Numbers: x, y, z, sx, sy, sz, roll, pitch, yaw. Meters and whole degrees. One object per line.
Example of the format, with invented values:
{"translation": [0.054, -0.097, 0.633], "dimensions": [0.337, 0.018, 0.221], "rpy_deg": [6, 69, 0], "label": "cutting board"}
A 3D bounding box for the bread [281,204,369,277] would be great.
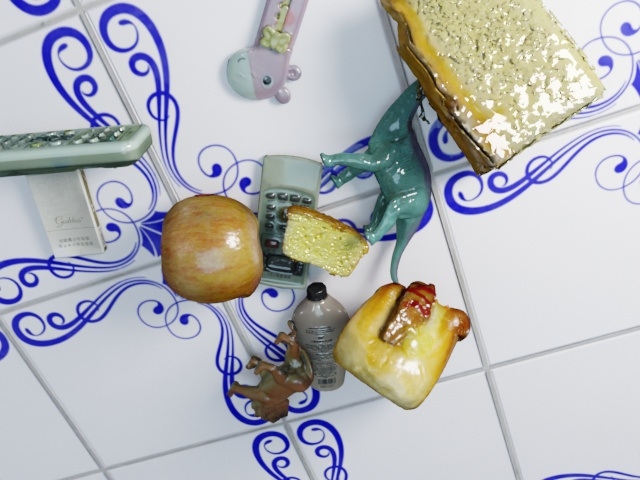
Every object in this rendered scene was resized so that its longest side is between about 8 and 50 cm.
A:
{"translation": [0.000, 0.000, 1.167], "dimensions": [0.187, 0.065, 0.103], "rpy_deg": [18, 111, -23], "label": "bread"}

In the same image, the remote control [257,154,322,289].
{"translation": [-0.069, -0.034, 1.199], "dimensions": [0.123, 0.038, 0.285], "rpy_deg": [9, 116, -3], "label": "remote control"}

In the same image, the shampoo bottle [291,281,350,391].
{"translation": [0.003, 0.207, 1.292], "dimensions": [0.127, 0.078, 0.257], "rpy_deg": [-2, 119, 7], "label": "shampoo bottle"}

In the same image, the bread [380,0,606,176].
{"translation": [0.276, -0.278, 1.012], "dimensions": [0.248, 0.279, 0.315], "rpy_deg": [-34, 79, 5], "label": "bread"}

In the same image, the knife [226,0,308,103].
{"translation": [-0.053, -0.423, 1.010], "dimensions": [0.132, 0.038, 0.399], "rpy_deg": [18, 114, -10], "label": "knife"}

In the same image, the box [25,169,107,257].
{"translation": [-0.510, -0.060, 1.200], "dimensions": [0.109, 0.029, 0.198], "rpy_deg": [-5, 117, 3], "label": "box"}

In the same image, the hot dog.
{"translation": [0.163, 0.191, 1.151], "dimensions": [0.185, 0.405, 0.223], "rpy_deg": [35, 85, 13], "label": "hot dog"}

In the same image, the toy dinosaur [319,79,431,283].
{"translation": [0.195, -0.141, 1.120], "dimensions": [0.331, 0.129, 0.383], "rpy_deg": [-31, 113, 5], "label": "toy dinosaur"}

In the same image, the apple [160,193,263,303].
{"translation": [-0.205, 0.015, 1.134], "dimensions": [0.187, 0.211, 0.211], "rpy_deg": [-4, 116, -6], "label": "apple"}

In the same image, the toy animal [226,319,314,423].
{"translation": [-0.093, 0.313, 1.317], "dimensions": [0.157, 0.097, 0.312], "rpy_deg": [35, 133, -11], "label": "toy animal"}

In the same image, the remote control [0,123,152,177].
{"translation": [-0.484, -0.161, 1.095], "dimensions": [0.335, 0.128, 0.066], "rpy_deg": [-4, 115, 3], "label": "remote control"}
